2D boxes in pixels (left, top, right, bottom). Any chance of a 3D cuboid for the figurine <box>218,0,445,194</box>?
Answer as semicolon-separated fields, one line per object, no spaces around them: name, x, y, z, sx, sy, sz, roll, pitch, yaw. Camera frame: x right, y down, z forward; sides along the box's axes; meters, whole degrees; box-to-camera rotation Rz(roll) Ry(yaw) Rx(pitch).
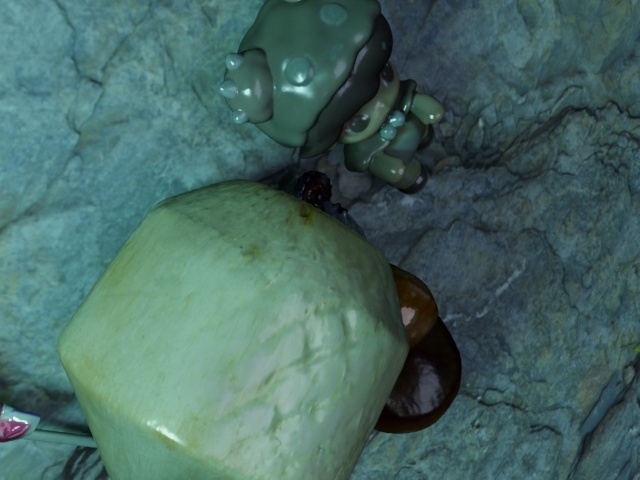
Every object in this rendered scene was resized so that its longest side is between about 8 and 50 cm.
figurine;0.035;-0.197;1.059;0.381;0.203;0.248;33;89;-45

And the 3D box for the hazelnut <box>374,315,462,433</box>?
hazelnut;0.132;0.198;1.223;0.178;0.178;0.204;29;55;-34

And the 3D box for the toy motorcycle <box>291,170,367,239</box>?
toy motorcycle;0.000;0.000;1.134;0.122;0.080;0.215;-55;138;-20

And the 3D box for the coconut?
coconut;-0.109;0.142;0.940;0.415;0.415;0.345;-62;148;-6

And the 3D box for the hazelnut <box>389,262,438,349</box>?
hazelnut;0.089;0.106;1.117;0.150;0.150;0.150;-8;105;-32

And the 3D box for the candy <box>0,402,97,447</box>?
candy;-0.384;0.228;0.942;0.365;0.124;0.124;23;88;-43
